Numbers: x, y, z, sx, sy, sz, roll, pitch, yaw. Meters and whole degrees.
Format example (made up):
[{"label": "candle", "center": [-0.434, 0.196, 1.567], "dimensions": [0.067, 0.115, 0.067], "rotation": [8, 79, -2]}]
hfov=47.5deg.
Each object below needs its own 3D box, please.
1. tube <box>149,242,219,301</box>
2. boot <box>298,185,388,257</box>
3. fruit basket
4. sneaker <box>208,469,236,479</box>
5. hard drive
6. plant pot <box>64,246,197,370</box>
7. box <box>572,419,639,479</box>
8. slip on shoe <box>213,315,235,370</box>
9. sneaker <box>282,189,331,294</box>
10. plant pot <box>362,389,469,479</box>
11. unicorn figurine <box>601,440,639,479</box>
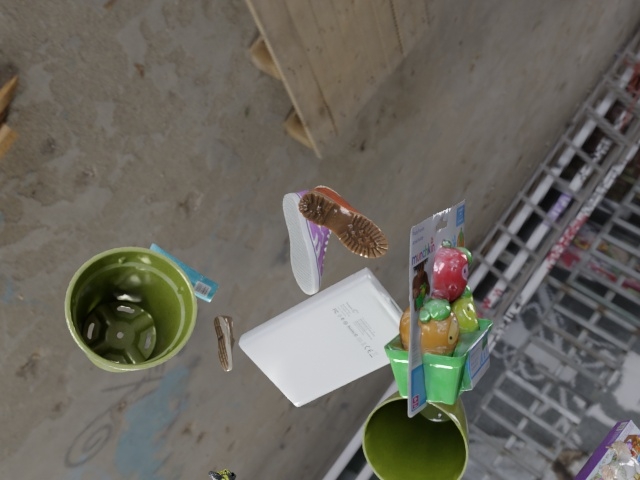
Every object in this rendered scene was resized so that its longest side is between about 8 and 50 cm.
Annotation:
[{"label": "tube", "center": [-0.367, 0.090, 1.900], "dimensions": [0.080, 0.207, 0.052], "rotation": [-63, -173, -27]}, {"label": "boot", "center": [0.044, -0.035, 1.165], "dimensions": [0.059, 0.158, 0.084], "rotation": [-54, -179, 20]}, {"label": "fruit basket", "center": [0.242, 0.119, 1.393], "dimensions": [0.327, 0.166, 0.352], "rotation": [-22, 119, -60]}, {"label": "sneaker", "center": [-0.232, 0.554, 1.717], "dimensions": [0.035, 0.031, 0.083], "rotation": [-55, 136, -7]}, {"label": "hard drive", "center": [0.023, 0.230, 1.668], "dimensions": [0.353, 0.233, 0.047], "rotation": [-30, -156, 20]}, {"label": "plant pot", "center": [-0.443, 0.185, 1.658], "dimensions": [0.276, 0.276, 0.254], "rotation": [-41, 178, -30]}, {"label": "box", "center": [0.761, 0.628, 1.842], "dimensions": [0.293, 0.201, 0.057], "rotation": [-37, 176, -29]}, {"label": "slip on shoe", "center": [-0.225, 0.248, 1.766], "dimensions": [0.041, 0.135, 0.051], "rotation": [-1, 156, -36]}, {"label": "sneaker", "center": [0.001, 0.000, 1.995], "dimensions": [0.161, 0.102, 0.282], "rotation": [-10, 96, -35]}, {"label": "plant pot", "center": [0.286, 0.495, 1.975], "dimensions": [0.274, 0.275, 0.293], "rotation": [-67, 166, 20]}, {"label": "unicorn figurine", "center": [0.561, 0.426, 1.338], "dimensions": [0.060, 0.111, 0.162], "rotation": [-36, 153, 25]}]
